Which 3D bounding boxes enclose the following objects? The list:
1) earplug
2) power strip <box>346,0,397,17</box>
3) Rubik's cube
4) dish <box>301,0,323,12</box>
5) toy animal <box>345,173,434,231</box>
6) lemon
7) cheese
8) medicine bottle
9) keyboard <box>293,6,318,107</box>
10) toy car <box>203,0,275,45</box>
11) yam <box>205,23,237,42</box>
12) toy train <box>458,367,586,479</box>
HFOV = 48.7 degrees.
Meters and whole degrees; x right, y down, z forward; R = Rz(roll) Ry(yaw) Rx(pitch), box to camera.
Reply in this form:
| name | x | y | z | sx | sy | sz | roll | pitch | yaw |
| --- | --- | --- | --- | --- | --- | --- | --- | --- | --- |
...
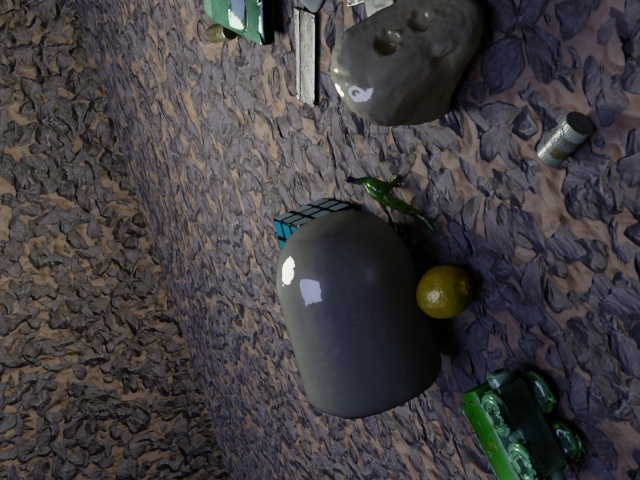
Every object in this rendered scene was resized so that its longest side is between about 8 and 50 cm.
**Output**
| name | x | y | z | sx | sy | sz | roll | pitch | yaw |
| --- | --- | --- | --- | --- | --- | --- | --- | --- | --- |
| earplug | 0.066 | 0.138 | 1.531 | 0.313 | 0.313 | 0.394 | 12 | 123 | 58 |
| power strip | 0.097 | -0.477 | 1.343 | 0.145 | 0.061 | 0.215 | 11 | 117 | 58 |
| Rubik's cube | 0.000 | 0.000 | 1.738 | 0.160 | 0.163 | 0.162 | 18 | 128 | 61 |
| dish | -0.062 | -0.628 | 1.505 | 0.243 | 0.080 | 0.182 | 63 | 152 | 13 |
| toy animal | 0.161 | -0.097 | 1.509 | 0.217 | 0.075 | 0.041 | 31 | 146 | 8 |
| lemon | 0.250 | 0.103 | 1.422 | 0.133 | 0.109 | 0.109 | -15 | 95 | 49 |
| cheese | 0.140 | -0.313 | 1.198 | 0.173 | 0.248 | 0.251 | 58 | 145 | 17 |
| medicine bottle | 0.374 | -0.154 | 1.084 | 0.047 | 0.047 | 0.083 | 59 | 152 | 18 |
| keyboard | -0.031 | -0.426 | 1.654 | 0.072 | 0.023 | 0.231 | 34 | 138 | 37 |
| toy car | -0.216 | -0.599 | 1.781 | 0.321 | 0.097 | 0.141 | 39 | 140 | 44 |
| yam | -0.273 | -0.574 | 1.954 | 0.132 | 0.054 | 0.054 | 18 | 124 | 57 |
| toy train | 0.379 | 0.363 | 1.359 | 0.243 | 0.132 | 0.188 | 64 | 161 | 8 |
